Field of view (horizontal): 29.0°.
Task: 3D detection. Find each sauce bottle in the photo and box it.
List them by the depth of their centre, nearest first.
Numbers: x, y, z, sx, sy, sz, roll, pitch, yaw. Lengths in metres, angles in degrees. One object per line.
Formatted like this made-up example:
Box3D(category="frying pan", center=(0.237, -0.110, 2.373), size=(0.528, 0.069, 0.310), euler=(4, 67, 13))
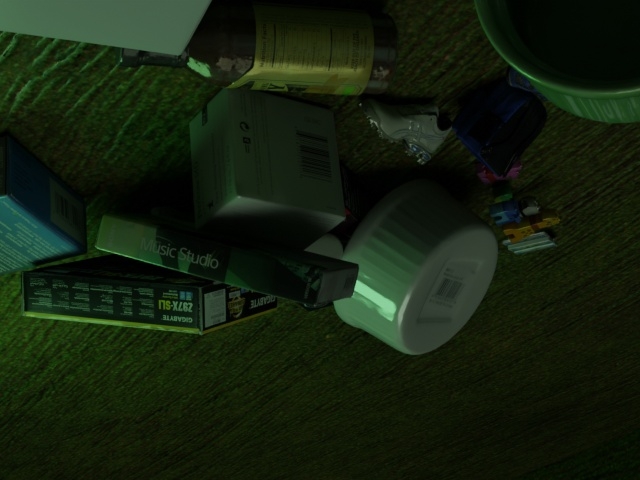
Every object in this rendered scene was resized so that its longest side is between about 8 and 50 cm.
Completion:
Box3D(category="sauce bottle", center=(-0.080, -0.241, 1.535), size=(0.344, 0.111, 0.111), euler=(2, 153, -15))

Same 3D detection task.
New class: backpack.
Box3D(category="backpack", center=(0.257, -0.173, 1.782), size=(0.120, 0.101, 0.098), euler=(-47, 150, 5))

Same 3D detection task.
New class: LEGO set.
Box3D(category="LEGO set", center=(0.340, -0.058, 2.055), size=(0.093, 0.087, 0.227), euler=(-16, 154, 18))
Box3D(category="LEGO set", center=(0.299, 0.039, 2.229), size=(0.244, 0.060, 0.182), euler=(-13, 171, 16))

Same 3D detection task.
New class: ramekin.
Box3D(category="ramekin", center=(0.331, -0.277, 1.362), size=(0.303, 0.303, 0.148), euler=(-15, 161, 16))
Box3D(category="ramekin", center=(0.163, 0.051, 2.006), size=(0.277, 0.135, 0.277), euler=(-32, 141, -31))

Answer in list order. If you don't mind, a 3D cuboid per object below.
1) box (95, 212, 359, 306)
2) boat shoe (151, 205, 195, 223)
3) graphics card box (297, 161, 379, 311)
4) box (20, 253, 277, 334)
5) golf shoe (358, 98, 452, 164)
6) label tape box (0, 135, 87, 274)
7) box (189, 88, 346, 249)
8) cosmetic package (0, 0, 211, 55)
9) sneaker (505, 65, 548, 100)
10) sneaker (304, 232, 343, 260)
Box3D(category="box", center=(-0.124, 0.023, 1.750), size=(0.322, 0.058, 0.232), euler=(13, -177, 13))
Box3D(category="boat shoe", center=(-0.239, -0.033, 2.019), size=(0.035, 0.035, 0.100), euler=(9, 171, 35))
Box3D(category="graphics card box", center=(0.000, 0.000, 2.077), size=(0.232, 0.094, 0.371), euler=(-16, 154, 19))
Box3D(category="box", center=(-0.264, 0.079, 1.951), size=(0.322, 0.079, 0.257), euler=(4, -171, 23))
Box3D(category="golf shoe", center=(0.125, -0.179, 1.793), size=(0.086, 0.069, 0.176), euler=(-42, 146, 19))
Box3D(category="label tape box", center=(-0.554, -0.026, 1.856), size=(0.333, 0.106, 0.240), euler=(-14, 155, 13))
Box3D(category="box", center=(-0.076, -0.100, 1.742), size=(0.182, 0.181, 0.119), euler=(10, 150, -32))
Box3D(category="cosmetic package", center=(-0.228, -0.318, 1.196), size=(0.224, 0.225, 0.138), euler=(5, 152, -23))
Box3D(category="sneaker", center=(0.352, -0.228, 1.732), size=(0.221, 0.083, 0.087), euler=(15, 160, -29))
Box3D(category="sneaker", center=(-0.075, 0.022, 1.927), size=(0.212, 0.080, 0.094), euler=(5, 174, -7))
